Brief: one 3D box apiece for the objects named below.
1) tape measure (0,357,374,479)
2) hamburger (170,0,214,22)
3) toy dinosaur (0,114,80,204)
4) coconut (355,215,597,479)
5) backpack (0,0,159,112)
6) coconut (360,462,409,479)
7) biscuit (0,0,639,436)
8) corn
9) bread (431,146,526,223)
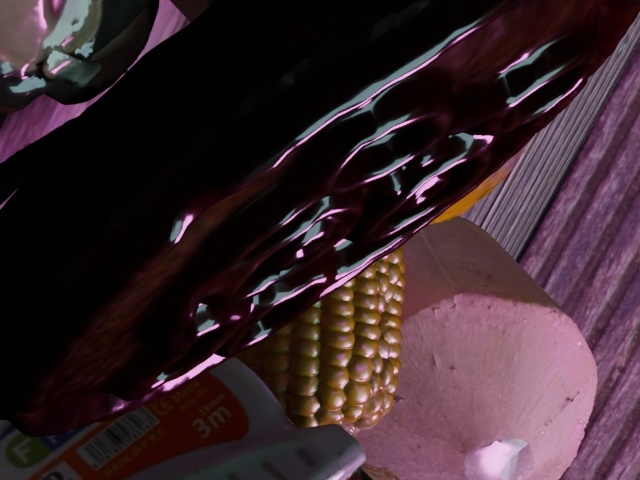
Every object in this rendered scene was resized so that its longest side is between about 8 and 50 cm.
[{"bbox_3d":[-0.125,0.177,1.293,0.243,0.246,0.125,-36,155,-34],"label":"tape measure"},{"bbox_3d":[0.027,-0.210,1.122,0.276,0.179,0.294,-34,153,-60],"label":"hamburger"},{"bbox_3d":[-0.242,0.004,0.858,0.447,0.087,0.301,-53,159,-30],"label":"toy dinosaur"},{"bbox_3d":[0.114,0.146,1.878,0.297,0.297,0.309,-63,-154,20],"label":"coconut"},{"bbox_3d":[-0.124,-0.174,0.757,0.229,0.139,0.229,-36,139,-40],"label":"backpack"},{"bbox_3d":[-0.117,0.330,1.491,0.404,0.405,0.404,-54,166,-19],"label":"coconut"},{"bbox_3d":[-0.004,-0.035,0.957,0.407,0.091,0.407,-36,171,-7],"label":"biscuit"},{"bbox_3d":[0.000,0.000,1.411,0.130,0.130,0.347,50,41,-76],"label":"corn"},{"bbox_3d":[0.100,-0.116,1.627,0.197,0.170,0.197,-55,165,-22],"label":"bread"}]
